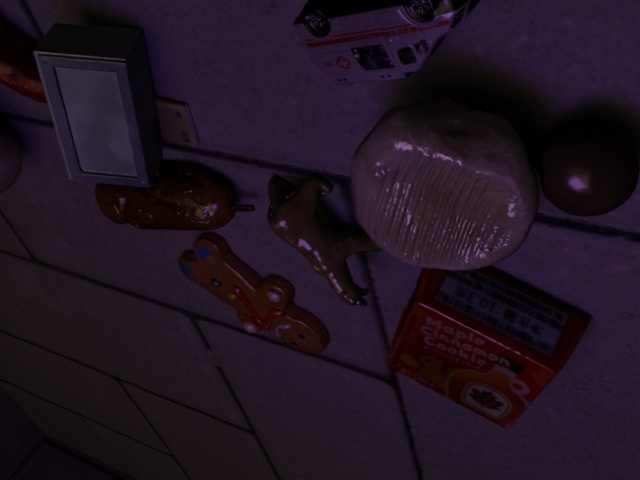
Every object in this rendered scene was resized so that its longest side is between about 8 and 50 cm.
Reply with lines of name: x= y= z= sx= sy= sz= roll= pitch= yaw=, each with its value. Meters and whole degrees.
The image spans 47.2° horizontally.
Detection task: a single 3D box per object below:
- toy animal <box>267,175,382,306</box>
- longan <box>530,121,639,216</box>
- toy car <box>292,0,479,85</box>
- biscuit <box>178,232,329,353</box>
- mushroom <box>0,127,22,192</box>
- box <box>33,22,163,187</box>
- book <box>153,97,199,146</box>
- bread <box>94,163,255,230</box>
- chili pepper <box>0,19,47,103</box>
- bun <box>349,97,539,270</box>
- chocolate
toy animal: x=0.000 y=0.000 z=1.082 sx=0.218 sy=0.101 sz=0.103 roll=46 pitch=143 yaw=-17
longan: x=0.274 y=-0.074 z=0.766 sx=0.113 sy=0.092 sz=0.113 roll=29 pitch=164 yaw=9
toy car: x=0.078 y=-0.221 z=0.753 sx=0.210 sy=0.089 sz=0.108 roll=4 pitch=136 yaw=40
biscuit: x=-0.123 y=0.114 z=1.382 sx=0.324 sy=0.049 sz=0.205 roll=38 pitch=146 yaw=-8
mushroom: x=-0.668 y=-0.190 z=1.349 sx=0.246 sy=0.202 sz=0.246 roll=28 pitch=-170 yaw=-5
box: x=-0.317 y=-0.191 z=1.070 sx=0.130 sy=0.086 sz=0.225 roll=5 pitch=135 yaw=3
book: x=-0.243 y=-0.188 z=1.134 sx=0.111 sy=0.014 sz=0.077 roll=17 pitch=141 yaw=24
bread: x=-0.252 y=-0.065 z=1.233 sx=0.344 sy=0.084 sz=0.124 roll=7 pitch=138 yaw=34
chili pepper: x=-0.470 y=-0.301 z=1.143 sx=0.369 sy=0.091 sz=0.137 roll=31 pitch=128 yaw=-7
bun: x=0.146 y=-0.069 z=0.841 sx=0.231 sy=0.133 sz=0.231 roll=16 pitch=139 yaw=15
chocolate: x=0.228 y=0.149 z=1.070 sx=0.238 sy=0.108 sz=0.234 roll=29 pitch=144 yaw=11
